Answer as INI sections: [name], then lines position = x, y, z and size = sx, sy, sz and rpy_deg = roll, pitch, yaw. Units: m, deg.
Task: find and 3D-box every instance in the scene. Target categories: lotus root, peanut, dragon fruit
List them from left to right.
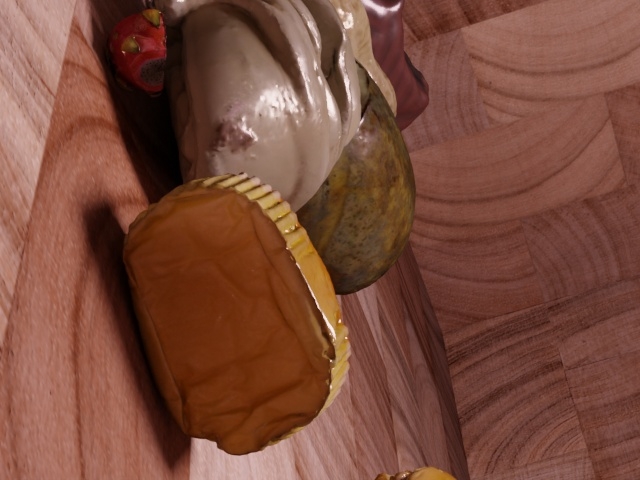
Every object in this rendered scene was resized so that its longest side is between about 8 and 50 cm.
[dragon fruit]
position = -0.187, -0.187, 1.481
size = 0.056, 0.060, 0.083
rpy_deg = -101, -162, -49
[lotus root]
position = 0.012, -0.071, 2.016
size = 0.346, 0.250, 0.250
rpy_deg = 70, 8, -51
[peanut]
position = 0.031, -0.253, 2.079
size = 0.136, 0.120, 0.298
rpy_deg = -72, 148, -42

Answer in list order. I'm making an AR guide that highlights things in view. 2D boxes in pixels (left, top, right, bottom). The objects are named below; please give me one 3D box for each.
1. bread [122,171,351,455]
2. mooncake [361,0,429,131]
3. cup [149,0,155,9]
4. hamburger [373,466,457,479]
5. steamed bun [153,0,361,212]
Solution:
[bread]
position = -0.075, 0.064, 1.327
size = 0.250, 0.179, 0.133
rpy_deg = 64, 17, -4
[mooncake]
position = 0.027, -0.276, 2.242
size = 0.174, 0.333, 0.326
rpy_deg = -113, -141, -56
[cup]
position = -0.155, -0.398, 1.815
size = 0.173, 0.167, 0.300
rpy_deg = 48, 50, -52
[hamburger]
position = 0.156, 0.491, 2.085
size = 0.305, 0.174, 0.284
rpy_deg = 61, 24, -27
[steamed bun]
position = -0.062, -0.175, 1.618
size = 0.324, 0.219, 0.310
rpy_deg = 105, -26, -77
